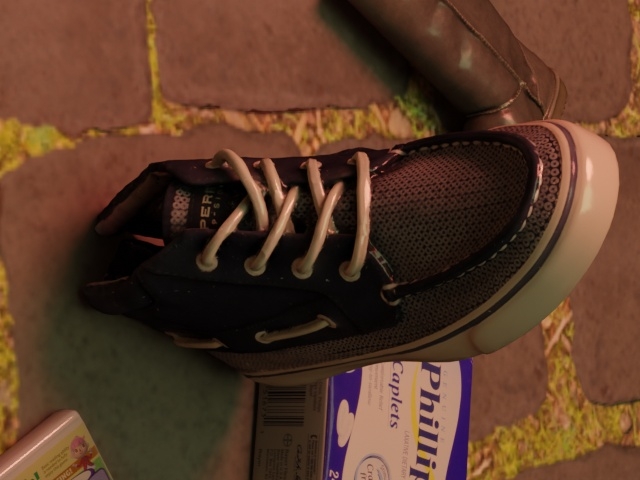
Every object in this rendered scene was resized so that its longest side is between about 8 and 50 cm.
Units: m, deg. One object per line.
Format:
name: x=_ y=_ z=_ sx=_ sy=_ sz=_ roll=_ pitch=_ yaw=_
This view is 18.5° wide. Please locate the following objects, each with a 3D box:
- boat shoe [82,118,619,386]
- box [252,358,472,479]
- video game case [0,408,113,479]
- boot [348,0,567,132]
boat shoe: x=0.000 y=0.000 z=1.103 sx=0.158 sy=0.340 sz=0.127 roll=21 pitch=61 yaw=-30
box: x=0.029 y=0.128 z=1.292 sx=0.137 sy=0.072 sz=0.126 roll=11 pitch=80 yaw=-43
video game case: x=-0.175 y=0.234 z=1.121 sx=0.212 sy=0.023 sz=0.193 roll=-39 pitch=113 yaw=-38
boot: x=0.087 y=-0.116 z=1.366 sx=0.208 sy=0.076 sz=0.190 roll=48 pitch=42 yaw=-38
